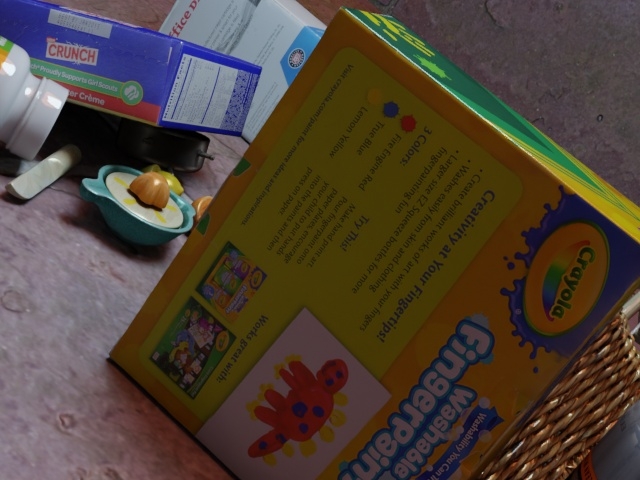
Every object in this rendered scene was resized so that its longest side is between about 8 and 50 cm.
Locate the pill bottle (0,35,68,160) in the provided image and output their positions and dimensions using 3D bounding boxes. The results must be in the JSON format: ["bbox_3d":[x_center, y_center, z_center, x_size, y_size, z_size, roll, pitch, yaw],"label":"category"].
[{"bbox_3d":[-0.434,-0.196,1.392,0.245,0.136,0.136,29,21,-18],"label":"pill bottle"}]

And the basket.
[{"bbox_3d":[0.218,0.166,1.421,0.213,0.299,0.223,24,-34,56],"label":"basket"}]

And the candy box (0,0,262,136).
[{"bbox_3d":[-0.262,-0.235,1.601,0.268,0.122,0.317,18,6,15],"label":"candy box"}]

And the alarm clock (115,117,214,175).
[{"bbox_3d":[-0.234,-0.142,1.676,0.129,0.064,0.192,13,13,-27],"label":"alarm clock"}]

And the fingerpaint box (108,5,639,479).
[{"bbox_3d":[0.062,0.058,1.168,0.371,0.445,0.163,40,20,14],"label":"fingerpaint box"}]

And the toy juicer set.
[{"bbox_3d":[-0.229,-0.065,1.492,0.329,0.089,0.209,26,22,-22],"label":"toy juicer set"}]

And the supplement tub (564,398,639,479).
[{"bbox_3d":[0.274,0.323,1.067,0.207,0.338,0.207,30,21,-13],"label":"supplement tub"}]

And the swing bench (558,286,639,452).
[{"bbox_3d":[0.410,0.150,1.642,0.254,0.253,0.165,-23,46,-12],"label":"swing bench"}]

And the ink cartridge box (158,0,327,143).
[{"bbox_3d":[-0.117,-0.330,2.054,0.307,0.223,0.129,42,21,19],"label":"ink cartridge box"}]
